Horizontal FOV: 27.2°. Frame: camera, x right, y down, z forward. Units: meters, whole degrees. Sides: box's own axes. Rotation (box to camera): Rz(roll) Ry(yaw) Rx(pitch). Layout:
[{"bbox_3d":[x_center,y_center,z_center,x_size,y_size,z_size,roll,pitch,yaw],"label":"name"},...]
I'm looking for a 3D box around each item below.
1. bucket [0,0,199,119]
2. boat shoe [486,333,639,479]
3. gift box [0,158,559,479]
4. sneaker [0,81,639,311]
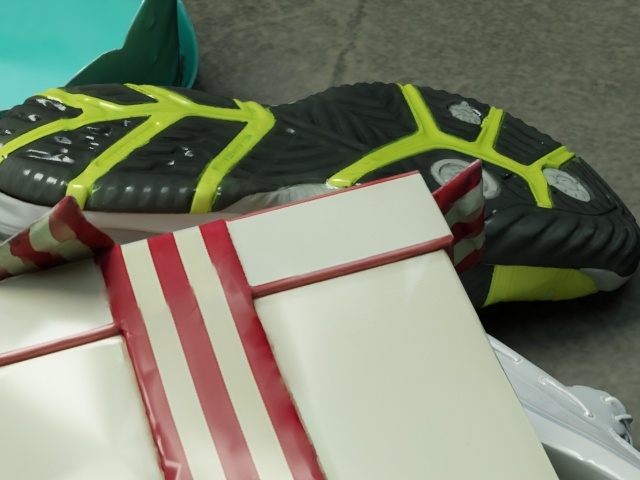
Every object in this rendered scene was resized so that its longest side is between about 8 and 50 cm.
[{"bbox_3d":[-0.213,-0.152,0.845,0.281,0.183,0.281,0,66,0],"label":"bucket"},{"bbox_3d":[0.131,0.103,0.705,0.184,0.066,0.063,26,55,38],"label":"boat shoe"},{"bbox_3d":[-0.020,0.117,0.566,0.255,0.276,0.258,-12,46,-12],"label":"gift box"},{"bbox_3d":[0.000,0.000,0.768,0.385,0.147,0.145,4,35,-16],"label":"sneaker"}]
